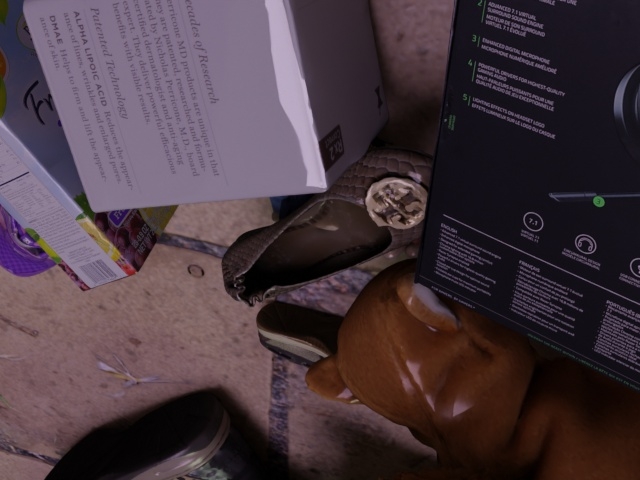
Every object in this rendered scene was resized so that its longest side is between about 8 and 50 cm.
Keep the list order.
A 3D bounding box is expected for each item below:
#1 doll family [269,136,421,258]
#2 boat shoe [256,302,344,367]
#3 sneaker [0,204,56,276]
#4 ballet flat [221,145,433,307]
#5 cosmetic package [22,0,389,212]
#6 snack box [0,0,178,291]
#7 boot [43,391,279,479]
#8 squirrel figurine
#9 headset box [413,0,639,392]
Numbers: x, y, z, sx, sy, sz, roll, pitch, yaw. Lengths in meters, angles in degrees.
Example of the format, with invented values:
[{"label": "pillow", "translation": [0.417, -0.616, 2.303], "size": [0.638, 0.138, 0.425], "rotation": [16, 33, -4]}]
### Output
[{"label": "doll family", "translation": [0.006, -0.051, 0.707], "size": [0.193, 0.076, 0.111], "rotation": [1, 136, 24]}, {"label": "boat shoe", "translation": [0.007, 0.108, 0.869], "size": [0.152, 0.056, 0.049], "rotation": [22, 140, 14]}, {"label": "sneaker", "translation": [-0.262, -0.021, 0.812], "size": [0.095, 0.104, 0.236], "rotation": [38, 134, -17]}, {"label": "ballet flat", "translation": [0.000, 0.000, 0.665], "size": [0.250, 0.058, 0.084], "rotation": [-24, 116, 44]}, {"label": "cosmetic package", "translation": [-0.068, -0.120, 0.594], "size": [0.184, 0.151, 0.151], "rotation": [-4, 113, 23]}, {"label": "snack box", "translation": [-0.192, -0.095, 0.668], "size": [0.070, 0.174, 0.207], "rotation": [-19, 122, 32]}, {"label": "boot", "translation": [-0.182, 0.359, 1.112], "size": [0.377, 0.138, 0.284], "rotation": [-30, 115, 29]}, {"label": "squirrel figurine", "translation": [0.148, 0.193, 0.667], "size": [0.370, 0.397, 0.281], "rotation": [43, 142, -2]}, {"label": "headset box", "translation": [0.202, -0.062, 0.487], "size": [0.246, 0.131, 0.283], "rotation": [26, 133, 28]}]
